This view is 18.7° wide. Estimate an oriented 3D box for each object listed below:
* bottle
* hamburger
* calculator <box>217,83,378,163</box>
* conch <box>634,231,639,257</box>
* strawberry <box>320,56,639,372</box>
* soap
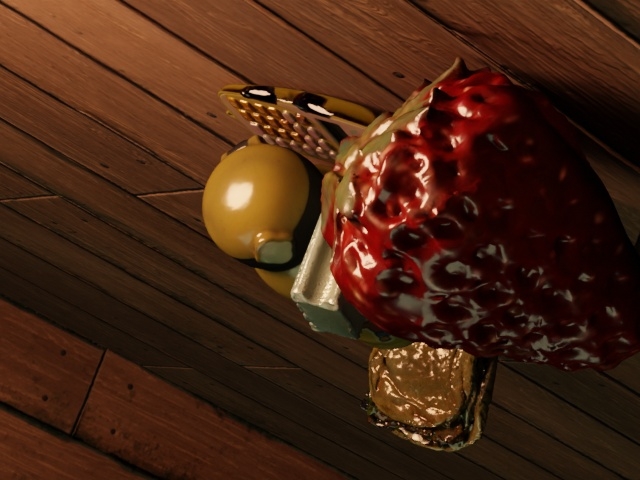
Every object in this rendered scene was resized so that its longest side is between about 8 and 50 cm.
[{"bbox_3d":[0.000,0.000,2.288,0.171,0.172,0.351,6,165,41],"label":"bottle"},{"bbox_3d":[0.163,0.185,2.725,0.183,0.206,0.130,14,-178,25],"label":"hamburger"},{"bbox_3d":[-0.009,-0.129,2.202,0.236,0.033,0.157,13,163,31],"label":"calculator"},{"bbox_3d":[0.401,0.012,1.946,0.220,0.195,0.277,34,-175,-6],"label":"conch"},{"bbox_3d":[0.173,0.010,1.913,0.345,0.295,0.317,45,154,-10],"label":"strawberry"},{"bbox_3d":[0.037,-0.001,2.134,0.063,0.198,0.114,14,163,19],"label":"soap"}]
